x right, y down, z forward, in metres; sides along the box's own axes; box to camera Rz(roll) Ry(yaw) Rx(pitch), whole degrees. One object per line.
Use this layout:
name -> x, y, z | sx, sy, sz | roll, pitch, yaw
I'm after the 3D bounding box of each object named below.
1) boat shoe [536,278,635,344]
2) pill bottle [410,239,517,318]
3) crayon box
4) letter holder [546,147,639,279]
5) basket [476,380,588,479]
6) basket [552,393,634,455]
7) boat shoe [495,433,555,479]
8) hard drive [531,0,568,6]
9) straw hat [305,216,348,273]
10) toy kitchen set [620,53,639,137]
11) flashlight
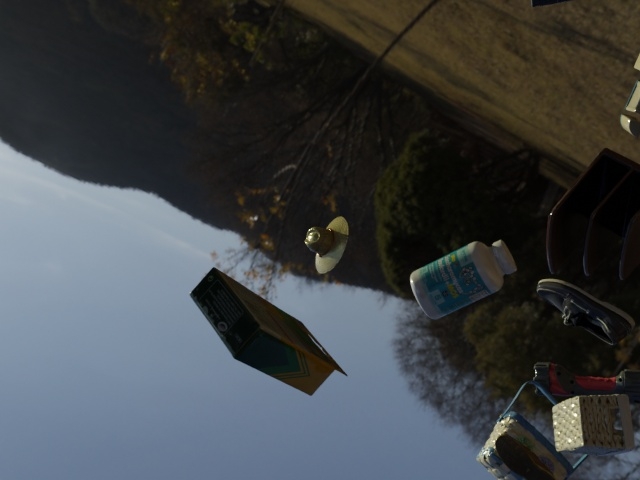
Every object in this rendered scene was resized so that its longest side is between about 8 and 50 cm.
boat shoe -> 0.513, 0.141, 1.297 | 0.206, 0.065, 0.075 | 29, 159, 42
pill bottle -> 0.386, 0.096, 1.745 | 0.146, 0.264, 0.146 | 50, -158, -29
crayon box -> -0.102, 0.200, 1.339 | 0.203, 0.083, 0.323 | 44, -177, 43
letter holder -> 0.631, -0.017, 1.458 | 0.152, 0.214, 0.302 | 39, 170, 33
basket -> 0.610, 0.578, 1.833 | 0.255, 0.289, 0.201 | 41, 156, 13
basket -> 0.564, 0.386, 1.359 | 0.103, 0.113, 0.167 | 3, 158, -1
boat shoe -> 0.499, 0.541, 1.595 | 0.178, 0.064, 0.060 | 42, -165, 6
hard drive -> 0.715, -0.748, 1.691 | 0.339, 0.237, 0.064 | -6, 159, 19
straw hat -> 0.000, 0.000, 1.425 | 0.061, 0.144, 0.144 | 20, -168, -22
toy kitchen set -> 0.890, -0.368, 1.690 | 0.166, 0.207, 0.122 | 15, -155, -3
flashlight -> 0.787, 0.409, 1.901 | 0.304, 0.103, 0.103 | -5, 142, 28
